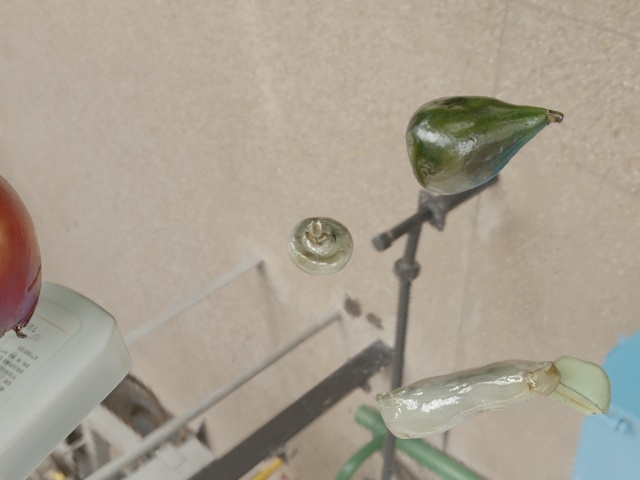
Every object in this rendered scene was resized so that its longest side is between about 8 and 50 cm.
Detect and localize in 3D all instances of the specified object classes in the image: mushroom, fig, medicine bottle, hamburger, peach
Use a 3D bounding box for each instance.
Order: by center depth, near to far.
[{"bbox_3d":[-0.366,0.032,0.966,0.196,0.190,0.226,40,140,23],"label":"peach"},{"bbox_3d":[0.181,-0.121,1.113,0.117,0.177,0.117,-22,-90,-89],"label":"fig"},{"bbox_3d":[-0.378,0.194,1.118,0.179,0.324,0.124,20,138,29],"label":"medicine bottle"},{"bbox_3d":[0.000,0.000,1.247,0.085,0.085,0.079,41,154,22],"label":"mushroom"},{"bbox_3d":[0.442,0.241,1.685,0.121,0.084,0.054,29,142,12],"label":"hamburger"},{"bbox_3d":[0.244,0.266,1.696,0.351,0.109,0.097,-23,92,30],"label":"mushroom"}]
